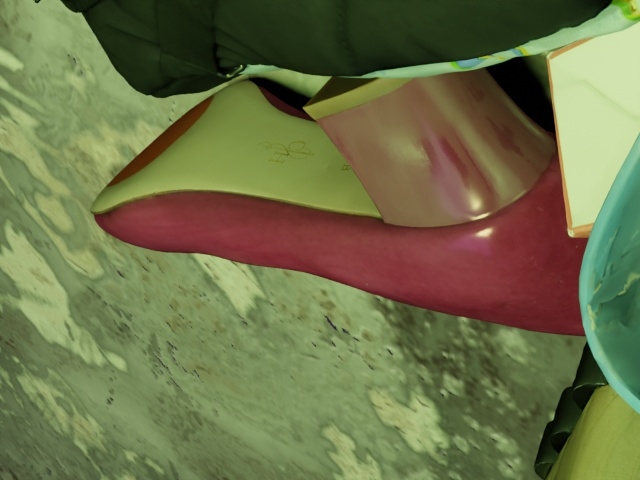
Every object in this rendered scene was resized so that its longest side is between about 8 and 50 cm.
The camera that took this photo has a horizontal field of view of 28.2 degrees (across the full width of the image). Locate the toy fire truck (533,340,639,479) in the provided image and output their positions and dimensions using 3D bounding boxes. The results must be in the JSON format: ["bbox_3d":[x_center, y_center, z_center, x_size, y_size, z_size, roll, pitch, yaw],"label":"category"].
[{"bbox_3d":[0.218,0.180,0.627,0.246,0.158,0.217,17,156,9],"label":"toy fire truck"}]

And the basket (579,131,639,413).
[{"bbox_3d":[0.171,-0.038,0.181,0.255,0.201,0.289,44,121,44],"label":"basket"}]

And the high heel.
[{"bbox_3d":[0.000,0.000,0.721,0.181,0.127,0.377,51,155,-18],"label":"high heel"}]

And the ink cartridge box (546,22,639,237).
[{"bbox_3d":[0.188,-0.042,0.416,0.115,0.198,0.067,-20,72,58],"label":"ink cartridge box"}]

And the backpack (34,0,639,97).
[{"bbox_3d":[0.014,-0.186,0.394,0.290,0.273,0.355,63,167,-21],"label":"backpack"}]
